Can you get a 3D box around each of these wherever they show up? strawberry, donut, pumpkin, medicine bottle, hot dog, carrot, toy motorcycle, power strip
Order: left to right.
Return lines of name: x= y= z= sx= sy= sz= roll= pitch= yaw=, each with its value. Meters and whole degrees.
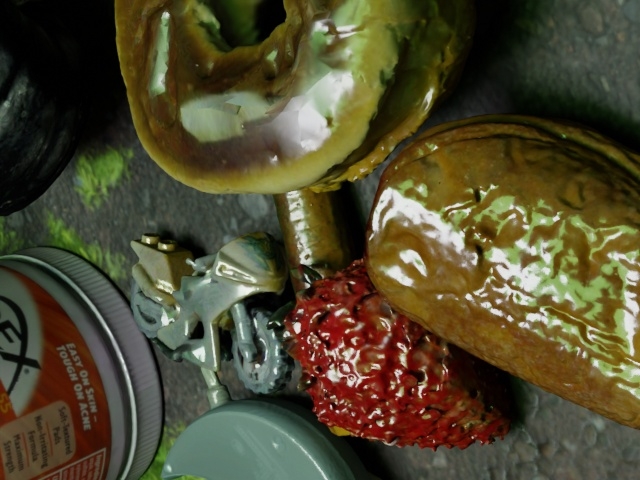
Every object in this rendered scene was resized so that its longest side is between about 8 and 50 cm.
pumpkin: x=-0.311 y=-0.169 z=1.559 sx=0.296 sy=0.296 sz=0.296 roll=17 pitch=116 yaw=37
medicine bottle: x=-0.313 y=0.155 z=1.690 sx=0.252 sy=0.241 sz=0.252 roll=16 pitch=116 yaw=37
toy motorcycle: x=-0.089 y=0.041 z=1.555 sx=0.229 sy=0.094 sz=0.129 roll=21 pitch=115 yaw=50
power strip: x=-0.036 y=0.215 z=1.558 sx=0.253 sy=0.054 sz=0.167 roll=51 pitch=126 yaw=19
donut: x=-0.014 y=-0.186 z=1.333 sx=0.330 sy=0.160 sz=0.330 roll=3 pitch=93 yaw=54
carrot: x=0.000 y=0.000 z=1.477 sx=0.066 sy=0.066 sz=0.314 roll=-7 pitch=97 yaw=44
strawberry: x=0.048 y=0.089 z=1.404 sx=0.140 sy=0.085 sz=0.192 roll=-28 pitch=84 yaw=5
hot dog: x=0.168 y=0.024 z=1.288 sx=0.272 sy=0.122 sz=0.196 roll=22 pitch=120 yaw=25

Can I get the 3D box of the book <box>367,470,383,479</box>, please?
book: x=0.008 y=0.255 z=1.586 sx=0.232 sy=0.022 sz=0.162 roll=28 pitch=123 yaw=32
